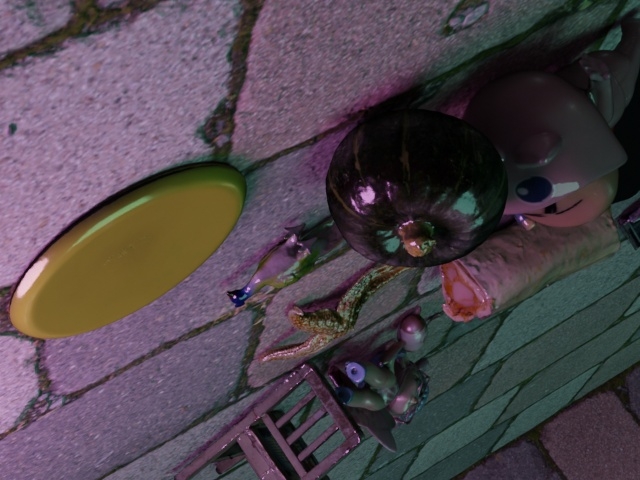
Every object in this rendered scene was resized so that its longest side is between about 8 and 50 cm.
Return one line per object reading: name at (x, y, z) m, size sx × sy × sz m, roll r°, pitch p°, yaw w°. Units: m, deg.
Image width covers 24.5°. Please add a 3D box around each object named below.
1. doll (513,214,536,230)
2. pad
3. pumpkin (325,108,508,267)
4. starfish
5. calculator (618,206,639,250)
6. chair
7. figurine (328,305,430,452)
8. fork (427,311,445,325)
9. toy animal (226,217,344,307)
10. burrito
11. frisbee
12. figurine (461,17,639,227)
doll at (0.243, -0.062, 1.705) m, size 0.089 × 0.102 × 0.179 m, roll 5°, pitch -174°, yaw 28°
pad at (0.374, -0.151, 1.684) m, size 0.181 × 0.004 × 0.267 m, roll -15°, pitch 133°, yaw -47°
pumpkin at (0.087, -0.046, 1.345) m, size 0.167 × 0.167 × 0.125 m, roll -46°, pitch -166°, yaw 31°
starfish at (0.020, 0.091, 1.769) m, size 0.223 × 0.050 × 0.217 m, roll -32°, pitch 170°, yaw 8°
calculator at (0.565, -0.052, 2.388) m, size 0.166 × 0.028 × 0.274 m, roll -38°, pitch 162°, yaw 9°
chair at (-0.045, 0.290, 1.996) m, size 0.270 × 0.136 × 0.147 m, roll -43°, pitch 162°, yaw 18°
figurine at (0.082, 0.181, 2.044) m, size 0.260 × 0.103 × 0.205 m, roll 18°, pitch 89°, yaw -66°
fork at (0.187, 0.103, 2.142) m, size 0.115 × 0.012 × 0.016 m, roll -29°, pitch 166°, yaw -33°
toy animal at (-0.002, -0.004, 1.478) m, size 0.217 × 0.041 × 0.075 m, roll -37°, pitch 164°, yaw -8°
burrito at (0.288, 0.015, 1.946) m, size 0.299 × 0.105 × 0.143 m, roll -25°, pitch 169°, yaw -31°
frisbee at (-0.161, 0.013, 1.271) m, size 0.236 × 0.017 × 0.236 m, roll -31°, pitch 161°, yaw -12°
figurine at (0.255, -0.106, 1.480) m, size 0.176 × 0.186 × 0.287 m, roll -18°, pitch -165°, yaw 40°
